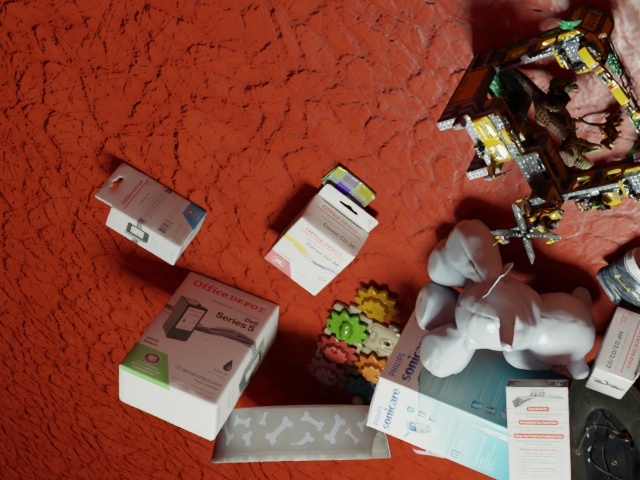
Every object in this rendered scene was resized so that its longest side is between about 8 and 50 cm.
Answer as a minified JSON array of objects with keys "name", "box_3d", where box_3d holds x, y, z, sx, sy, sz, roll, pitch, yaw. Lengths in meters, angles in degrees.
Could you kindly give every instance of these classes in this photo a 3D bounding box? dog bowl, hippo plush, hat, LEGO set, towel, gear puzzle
[{"name":"dog bowl","box_3d":[-0.038,0.374,2.011,0.349,0.102,0.349,-2,168,0]},{"name":"hippo plush","box_3d":[0.308,0.095,1.621,0.237,0.234,0.294,9,161,-21]},{"name":"hat","box_3d":[0.523,0.370,1.735,0.134,0.331,0.331,-4,144,-22]},{"name":"LEGO set","box_3d":[0.308,-0.121,1.370,0.255,0.192,0.331,-4,128,34]},{"name":"towel","box_3d":[0.047,-0.084,1.704,0.083,0.009,0.060,40,139,-11]},{"name":"gear puzzle","box_3d":[0.081,0.202,1.940,0.175,0.044,0.339,26,139,6]}]

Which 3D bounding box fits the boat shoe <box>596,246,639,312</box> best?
[{"name":"boat shoe","box_3d":[0.502,0.089,1.566,0.183,0.065,0.083,44,142,-8]}]

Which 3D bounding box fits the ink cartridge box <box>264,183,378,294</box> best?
[{"name":"ink cartridge box","box_3d":[0.000,0.000,1.766,0.115,0.067,0.198,36,142,-5]}]

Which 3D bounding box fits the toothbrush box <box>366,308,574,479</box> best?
[{"name":"toothbrush box","box_3d":[0.255,0.257,1.749,0.296,0.216,0.126,21,129,11]}]

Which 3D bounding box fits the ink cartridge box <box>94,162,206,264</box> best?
[{"name":"ink cartridge box","box_3d":[-0.311,-0.050,1.882,0.180,0.104,0.060,31,140,1]}]

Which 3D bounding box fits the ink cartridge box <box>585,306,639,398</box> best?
[{"name":"ink cartridge box","box_3d":[0.456,0.168,1.583,0.062,0.104,0.181,20,165,14]}]

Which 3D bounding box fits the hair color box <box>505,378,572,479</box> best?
[{"name":"hair color box","box_3d":[0.332,0.297,1.580,0.093,0.053,0.167,-1,96,15]}]

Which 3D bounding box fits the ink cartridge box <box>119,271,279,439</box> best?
[{"name":"ink cartridge box","box_3d":[-0.223,0.209,1.959,0.198,0.273,0.114,21,136,12]}]

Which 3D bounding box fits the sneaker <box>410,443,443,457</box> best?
[{"name":"sneaker","box_3d":[0.219,0.390,2.045,0.118,0.042,0.067,-8,129,39]}]
